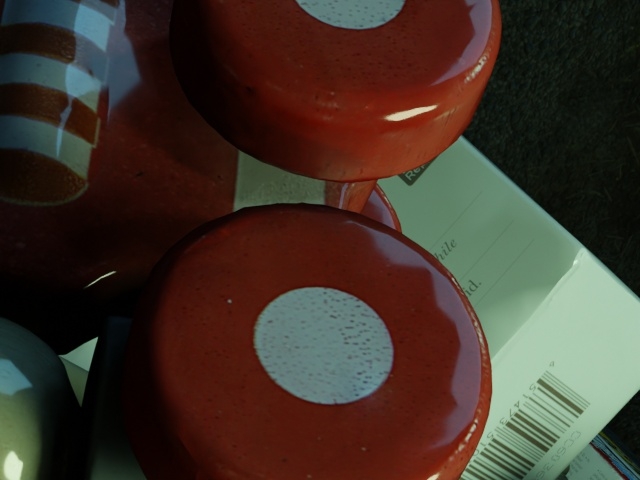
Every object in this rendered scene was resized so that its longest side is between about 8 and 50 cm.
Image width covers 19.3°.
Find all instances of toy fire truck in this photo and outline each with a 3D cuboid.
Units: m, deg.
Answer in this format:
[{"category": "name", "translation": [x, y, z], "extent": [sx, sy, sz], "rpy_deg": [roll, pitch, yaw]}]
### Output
[{"category": "toy fire truck", "translation": [-0.088, 0.013, 0.577], "extent": [0.254, 0.169, 0.302], "rpy_deg": [10, 55, -6]}]

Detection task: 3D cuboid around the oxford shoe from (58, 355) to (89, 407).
[{"category": "oxford shoe", "translation": [-0.004, 0.134, 0.725], "extent": [0.449, 0.130, 0.169], "rpy_deg": [39, 10, -11]}]

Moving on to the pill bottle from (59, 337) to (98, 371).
[{"category": "pill bottle", "translation": [-0.134, 0.012, 0.877], "extent": [0.103, 0.103, 0.184], "rpy_deg": [41, 5, -12]}]

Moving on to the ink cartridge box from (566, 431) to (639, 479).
[{"category": "ink cartridge box", "translation": [0.224, 0.242, 1.498], "extent": [0.272, 0.130, 0.309], "rpy_deg": [39, 6, -42]}]

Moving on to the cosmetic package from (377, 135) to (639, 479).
[{"category": "cosmetic package", "translation": [0.000, 0.000, 1.132], "extent": [0.385, 0.217, 0.156], "rpy_deg": [44, 4, 37]}]

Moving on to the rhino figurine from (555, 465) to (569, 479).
[{"category": "rhino figurine", "translation": [0.161, 0.203, 1.248], "extent": [0.106, 0.073, 0.243], "rpy_deg": [26, 45, -56]}]
